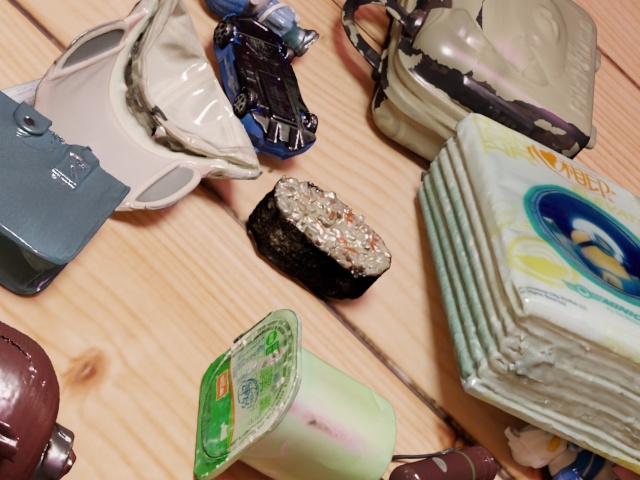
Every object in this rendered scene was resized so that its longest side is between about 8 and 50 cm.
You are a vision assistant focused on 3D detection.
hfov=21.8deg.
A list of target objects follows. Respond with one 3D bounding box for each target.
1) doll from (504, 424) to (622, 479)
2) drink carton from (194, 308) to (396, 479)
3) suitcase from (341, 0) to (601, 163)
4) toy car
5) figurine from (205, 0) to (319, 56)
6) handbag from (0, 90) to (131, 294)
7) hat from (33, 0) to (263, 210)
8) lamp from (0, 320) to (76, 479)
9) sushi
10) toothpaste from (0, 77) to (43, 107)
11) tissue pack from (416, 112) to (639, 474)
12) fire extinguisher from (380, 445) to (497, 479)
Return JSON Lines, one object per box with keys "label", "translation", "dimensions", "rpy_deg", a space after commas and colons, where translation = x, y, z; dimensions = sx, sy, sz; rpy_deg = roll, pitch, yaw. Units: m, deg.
{"label": "doll", "translation": [0.285, 0.241, 1.799], "dimensions": [0.227, 0.057, 0.114], "rpy_deg": [18, 46, -34]}
{"label": "drink carton", "translation": [-0.015, 0.164, 1.516], "dimensions": [0.142, 0.144, 0.146], "rpy_deg": [33, 36, -25]}
{"label": "suitcase", "translation": [0.191, -0.238, 2.093], "dimensions": [0.339, 0.194, 0.351], "rpy_deg": [31, 36, -12]}
{"label": "toy car", "translation": [-0.071, -0.174, 1.880], "dimensions": [0.103, 0.063, 0.216], "rpy_deg": [18, 36, -33]}
{"label": "figurine", "translation": [-0.074, -0.279, 1.987], "dimensions": [0.149, 0.087, 0.086], "rpy_deg": [44, -5, -21]}
{"label": "handbag", "translation": [-0.302, -0.071, 1.528], "dimensions": [0.229, 0.062, 0.179], "rpy_deg": [39, 40, -5]}
{"label": "hat", "translation": [-0.188, -0.127, 1.700], "dimensions": [0.226, 0.164, 0.219], "rpy_deg": [-27, 101, -16]}
{"label": "lamp", "translation": [-0.299, 0.121, 1.236], "dimensions": [0.258, 0.180, 0.180], "rpy_deg": [31, 36, -13]}
{"label": "sushi", "translation": [0.000, 0.000, 1.751], "dimensions": [0.150, 0.078, 0.090], "rpy_deg": [37, 35, -11]}
{"label": "toothpaste", "translation": [-0.277, -0.147, 1.675], "dimensions": [0.052, 0.033, 0.218], "rpy_deg": [53, 38, 6]}
{"label": "tissue pack", "translation": [0.270, 0.055, 1.841], "dimensions": [0.287, 0.162, 0.388], "rpy_deg": [26, 28, -21]}
{"label": "fire extinguisher", "translation": [0.106, 0.232, 1.645], "dimensions": [0.078, 0.045, 0.157], "rpy_deg": [31, 25, 36]}
